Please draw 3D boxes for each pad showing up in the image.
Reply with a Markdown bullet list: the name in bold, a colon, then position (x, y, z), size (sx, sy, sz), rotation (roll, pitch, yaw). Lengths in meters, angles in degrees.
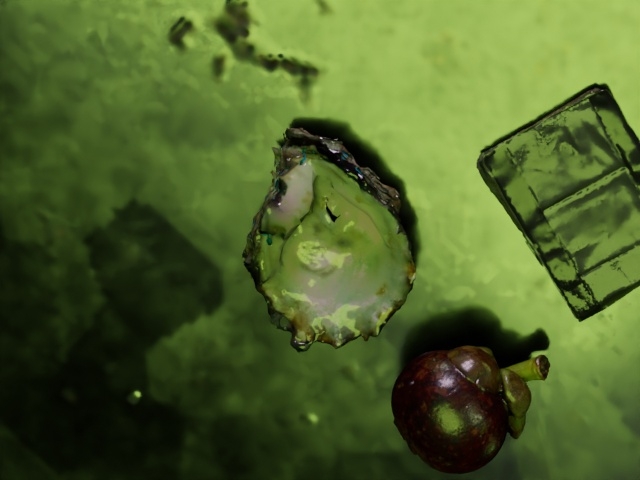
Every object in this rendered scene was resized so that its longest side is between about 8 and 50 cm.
- **pad**: position (0.306, -0.041, 2.001), size (0.174, 0.022, 0.233), rotation (-32, 101, 14)

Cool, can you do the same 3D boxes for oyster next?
- **oyster**: position (0.001, -0.002, 2.021), size (0.198, 0.092, 0.260), rotation (-18, 112, 12)

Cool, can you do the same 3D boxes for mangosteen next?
- **mangosteen**: position (0.166, 0.177, 2.031), size (0.145, 0.156, 0.181), rotation (34, 78, 23)
